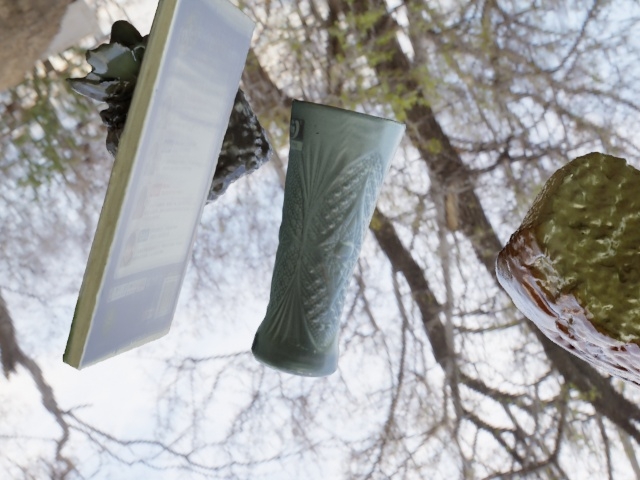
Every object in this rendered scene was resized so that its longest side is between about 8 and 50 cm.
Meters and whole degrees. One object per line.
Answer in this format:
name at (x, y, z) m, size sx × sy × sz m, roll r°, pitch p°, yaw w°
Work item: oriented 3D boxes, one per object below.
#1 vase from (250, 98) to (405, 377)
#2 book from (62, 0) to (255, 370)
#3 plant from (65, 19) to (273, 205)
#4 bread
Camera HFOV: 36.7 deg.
vase at (0.000, 0.000, 0.801) m, size 0.096 × 0.096 × 0.219 m, roll 18°, pitch -83°, yaw 47°
book at (-0.131, -0.058, 0.839) m, size 0.018 × 0.322 × 0.228 m, roll 16°, pitch -176°, yaw 9°
plant at (-0.239, -0.199, 1.517) m, size 0.215 × 0.312 × 0.213 m, roll -42°, pitch -172°, yaw -22°
bread at (0.167, 0.031, 0.481) m, size 0.156 × 0.125 × 0.086 m, roll 28°, pitch -107°, yaw 21°
